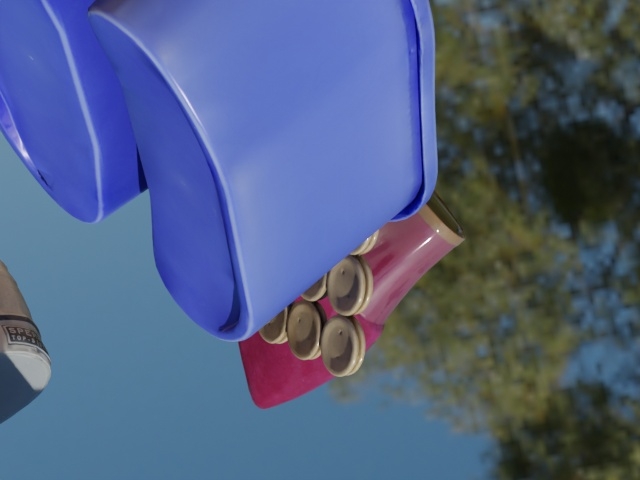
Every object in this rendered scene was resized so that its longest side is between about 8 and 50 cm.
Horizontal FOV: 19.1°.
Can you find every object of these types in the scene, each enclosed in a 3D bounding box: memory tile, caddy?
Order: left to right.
[{"bbox_3d":[-0.055,-0.110,0.973,0.241,0.341,0.179,40,-111,23],"label":"caddy"},{"bbox_3d":[0.000,0.000,1.145,0.012,0.148,0.113,1,-169,-35],"label":"memory tile"}]

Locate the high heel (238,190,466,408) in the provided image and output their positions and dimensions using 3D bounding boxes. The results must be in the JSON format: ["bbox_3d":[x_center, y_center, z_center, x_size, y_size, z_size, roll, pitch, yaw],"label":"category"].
[{"bbox_3d":[-0.069,-0.070,1.316,0.181,0.377,0.127,-43,146,12],"label":"high heel"}]

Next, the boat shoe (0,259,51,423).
[{"bbox_3d":[-0.380,0.115,1.434,0.367,0.156,0.136,-32,148,14],"label":"boat shoe"}]
